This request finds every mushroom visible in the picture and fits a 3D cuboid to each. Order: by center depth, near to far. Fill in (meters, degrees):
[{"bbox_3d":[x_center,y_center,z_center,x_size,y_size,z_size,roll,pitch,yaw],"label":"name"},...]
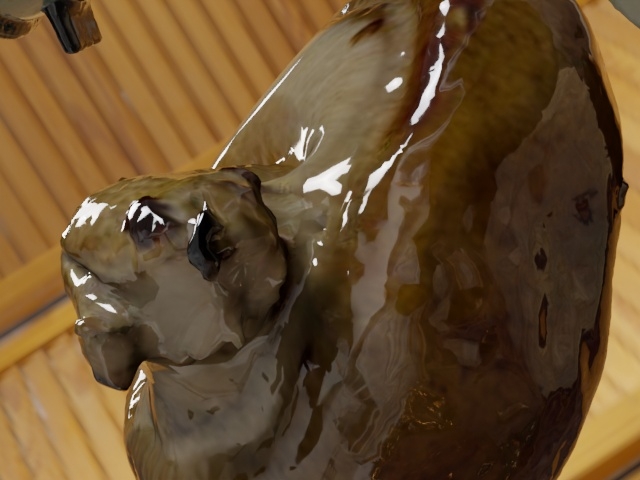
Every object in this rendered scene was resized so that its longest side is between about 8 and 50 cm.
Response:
[{"bbox_3d":[0.000,0.000,0.772,0.259,0.345,0.345,29,-175,-21],"label":"mushroom"}]

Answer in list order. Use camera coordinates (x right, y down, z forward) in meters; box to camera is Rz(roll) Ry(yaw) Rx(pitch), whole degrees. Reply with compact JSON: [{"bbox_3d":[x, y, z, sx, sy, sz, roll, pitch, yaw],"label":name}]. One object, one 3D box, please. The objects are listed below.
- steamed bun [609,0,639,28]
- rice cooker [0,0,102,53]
[{"bbox_3d":[0.156,-0.213,0.539,0.367,0.255,0.343,-33,-67,-54],"label":"steamed bun"},{"bbox_3d":[-0.168,-0.253,0.944,0.241,0.227,0.281,-59,-50,-70],"label":"rice cooker"}]
